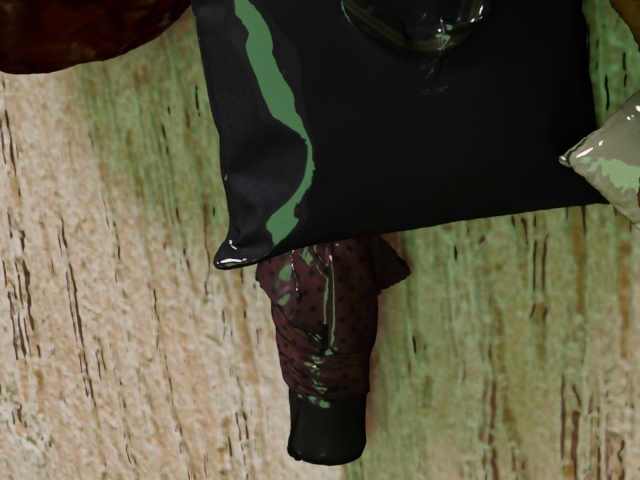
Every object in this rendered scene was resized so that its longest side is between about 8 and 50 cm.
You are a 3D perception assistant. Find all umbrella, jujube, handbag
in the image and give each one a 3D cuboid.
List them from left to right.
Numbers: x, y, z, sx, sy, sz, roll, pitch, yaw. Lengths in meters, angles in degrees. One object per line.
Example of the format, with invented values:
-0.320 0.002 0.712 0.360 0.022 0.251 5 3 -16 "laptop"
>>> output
-0.158 -0.196 0.642 0.183 0.183 0.243 55 146 1 "jujube"
0.000 0.000 0.696 0.090 0.094 0.326 11 108 36 "umbrella"
0.051 -0.105 0.597 0.254 0.088 0.211 -10 102 -17 "handbag"

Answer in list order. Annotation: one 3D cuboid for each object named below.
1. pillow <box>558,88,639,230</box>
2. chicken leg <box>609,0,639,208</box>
0.266 -0.017 0.586 0.148 0.050 0.230 -45 80 -1 "pillow"
0.188 -0.116 0.549 0.107 0.087 0.251 -3 83 6 "chicken leg"
